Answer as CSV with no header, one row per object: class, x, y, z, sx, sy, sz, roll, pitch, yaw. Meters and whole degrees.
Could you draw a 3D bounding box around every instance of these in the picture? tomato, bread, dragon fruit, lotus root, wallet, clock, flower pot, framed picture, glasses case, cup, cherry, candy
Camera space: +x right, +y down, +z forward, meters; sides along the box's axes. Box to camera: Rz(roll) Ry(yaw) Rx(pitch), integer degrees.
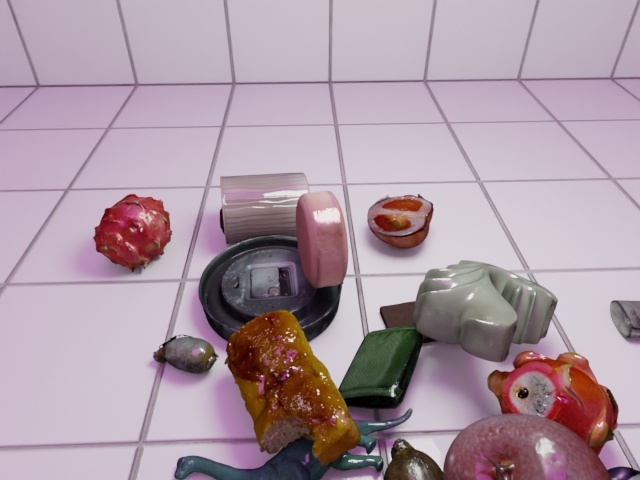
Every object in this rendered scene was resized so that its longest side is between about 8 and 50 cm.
tomato,0.244,-0.046,1.547,0.199,0.112,0.228,13,40,27
bread,-0.075,0.291,1.003,0.185,0.109,0.380,-28,36,-10
dragon fruit,-0.534,-0.038,1.474,0.205,0.210,0.268,26,37,5
lotus root,0.176,0.457,0.908,0.120,0.120,0.209,-7,43,-8
lotus root,-0.317,0.266,1.179,0.165,0.088,0.088,4,37,21
wallet,0.140,0.284,1.139,0.160,0.055,0.236,-10,23,32
clock,-0.131,0.131,1.349,0.386,0.076,0.386,0,38,0
flower pot,0.368,0.154,1.158,0.254,0.165,0.367,23,19,39
dragon fruit,0.466,0.331,0.991,0.224,0.227,0.224,-27,41,26
framed picture,0.251,0.210,1.292,0.168,0.023,0.128,-8,40,-10
glasses case,0.909,0.200,1.274,0.299,0.060,0.114,1,38,1
cup,-0.178,-0.093,1.568,0.273,0.288,0.208,-5,74,-8
cherry,0.347,0.415,0.826,0.261,0.307,0.221,-11,38,41
candy,0.000,0.000,1.268,0.094,0.255,0.255,-7,39,-11

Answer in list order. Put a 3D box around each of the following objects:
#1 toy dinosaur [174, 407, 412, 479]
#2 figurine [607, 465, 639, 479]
toy dinosaur,-0.054,0.401,1.005,0.330,0.129,0.383,18,40,35
figurine,0.593,0.460,0.874,0.222,0.145,0.145,-20,39,3
